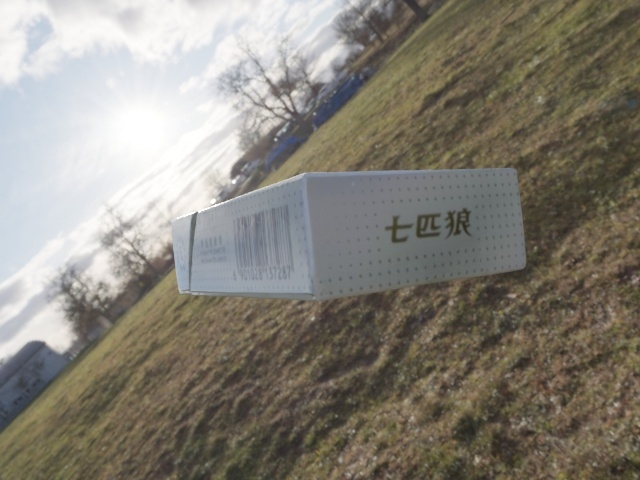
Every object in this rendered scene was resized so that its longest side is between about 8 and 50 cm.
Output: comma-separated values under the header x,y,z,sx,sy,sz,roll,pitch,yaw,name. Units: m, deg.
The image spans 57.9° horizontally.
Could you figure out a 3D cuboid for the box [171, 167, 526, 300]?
x,y,z,sx,sy,sz,roll,pitch,yaw,name
0.000,0.001,0.574,0.210,0.095,0.330,-5,-3,-30,box
